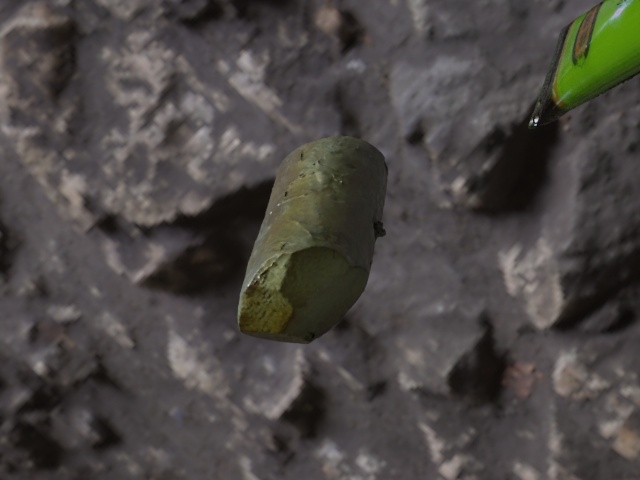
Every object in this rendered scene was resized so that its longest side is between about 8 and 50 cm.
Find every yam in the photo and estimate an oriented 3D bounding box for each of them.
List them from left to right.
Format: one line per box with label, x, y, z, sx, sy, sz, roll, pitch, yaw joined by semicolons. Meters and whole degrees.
yam;0.000;0.000;0.789;0.070;0.146;0.069;6;131;6

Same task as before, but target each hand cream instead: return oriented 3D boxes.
hand cream;0.093;-0.061;0.378;0.023;0.036;0.122;27;157;-16
